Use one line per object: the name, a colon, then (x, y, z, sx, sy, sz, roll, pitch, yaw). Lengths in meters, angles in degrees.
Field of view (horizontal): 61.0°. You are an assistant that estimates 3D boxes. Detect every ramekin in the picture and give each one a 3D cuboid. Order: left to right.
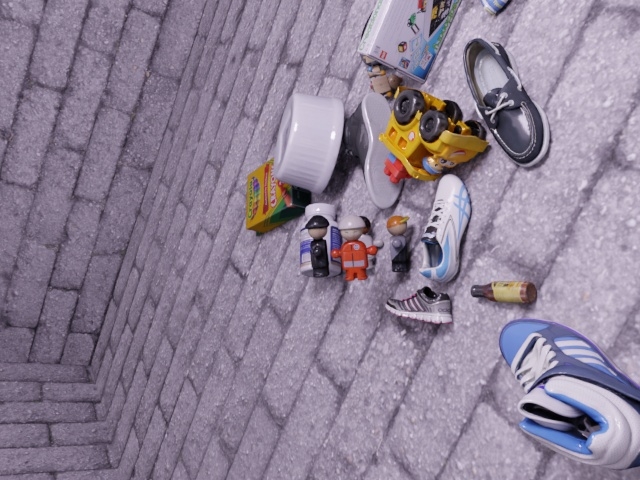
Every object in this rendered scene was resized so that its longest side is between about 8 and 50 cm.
ramekin: (-0.041, -0.278, 1.525, 0.277, 0.135, 0.277, -169, 90, -76)

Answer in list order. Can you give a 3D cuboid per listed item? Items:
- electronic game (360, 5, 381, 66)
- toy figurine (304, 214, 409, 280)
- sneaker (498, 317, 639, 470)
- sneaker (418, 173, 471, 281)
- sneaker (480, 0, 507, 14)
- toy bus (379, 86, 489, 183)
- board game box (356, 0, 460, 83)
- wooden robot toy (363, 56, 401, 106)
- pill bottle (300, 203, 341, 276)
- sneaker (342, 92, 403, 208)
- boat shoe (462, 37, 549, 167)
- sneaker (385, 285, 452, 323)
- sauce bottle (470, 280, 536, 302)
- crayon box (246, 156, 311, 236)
electronic game: (0.185, -0.573, 1.454, 0.229, 0.048, 0.229, -33, 46, 42)
toy figurine: (0.088, 0.005, 1.272, 0.213, 0.209, 0.148, 0, 96, 57)
sneaker: (0.350, 0.211, 0.829, 0.323, 0.236, 0.130, 42, 113, 50)
sneaker: (0.260, -0.031, 1.157, 0.085, 0.086, 0.237, -3, 76, 55)
sneaker: (0.376, -0.566, 1.191, 0.059, 0.053, 0.144, -34, 62, 45)
toy bus: (0.229, -0.206, 1.205, 0.211, 0.149, 0.220, -63, 40, 27)
board game box: (0.228, -0.547, 1.265, 0.053, 0.193, 0.305, 42, 113, 50)
wooden robot toy: (0.170, -0.417, 1.420, 0.076, 0.079, 0.173, -81, -27, -82)
pill bottle: (0.000, 0.000, 1.481, 0.112, 0.112, 0.186, -21, 63, 50)
sneaker: (0.130, -0.212, 1.393, 0.147, 0.104, 0.295, 150, 116, -66)
boat shoe: (0.359, -0.281, 1.090, 0.114, 0.091, 0.302, -43, 47, 38)
sneaker: (0.216, 0.136, 1.187, 0.170, 0.063, 0.074, 4, 83, 49)
sauce bottle: (0.345, 0.098, 1.037, 0.128, 0.042, 0.042, -5, 76, 51)
crayon box: (-0.155, -0.149, 1.765, 0.318, 0.081, 0.202, -24, 61, 49)
